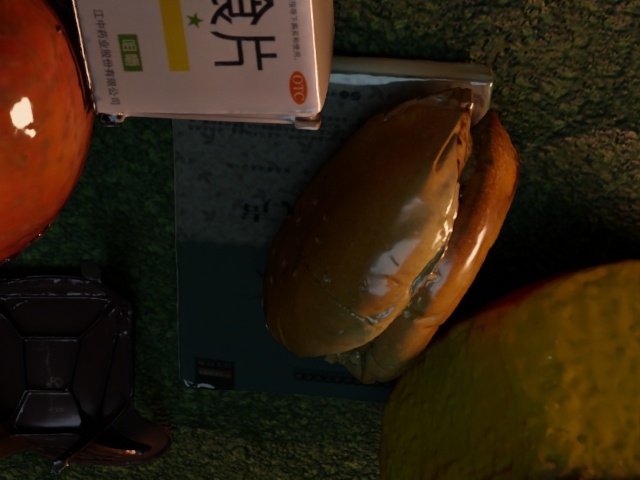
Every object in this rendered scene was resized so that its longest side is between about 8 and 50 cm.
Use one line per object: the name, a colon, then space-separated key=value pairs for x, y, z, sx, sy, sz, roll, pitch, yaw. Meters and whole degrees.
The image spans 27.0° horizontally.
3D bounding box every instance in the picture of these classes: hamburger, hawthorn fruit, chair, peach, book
hamburger: x=0.049 y=0.010 z=1.065 sx=0.144 sy=0.156 sz=0.283 roll=25 pitch=128 yaw=-14
hawthorn fruit: x=-0.293 y=-0.079 z=1.006 sx=0.276 sy=0.276 sz=0.307 roll=-3 pitch=131 yaw=9
chair: x=-0.246 y=0.126 z=1.257 sx=0.175 sy=0.183 sz=0.326 roll=1 pitch=173 yaw=5
peach: x=0.231 y=0.171 z=1.165 sx=0.380 sy=0.242 sz=0.306 roll=-8 pitch=149 yaw=-4
book: x=0.000 y=0.000 z=1.181 sx=0.264 sy=0.031 sz=0.379 roll=5 pitch=129 yaw=2

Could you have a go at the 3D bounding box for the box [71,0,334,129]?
box: x=-0.086 y=-0.246 z=0.925 sx=0.173 sy=0.145 sz=0.333 roll=1 pitch=127 yaw=7
